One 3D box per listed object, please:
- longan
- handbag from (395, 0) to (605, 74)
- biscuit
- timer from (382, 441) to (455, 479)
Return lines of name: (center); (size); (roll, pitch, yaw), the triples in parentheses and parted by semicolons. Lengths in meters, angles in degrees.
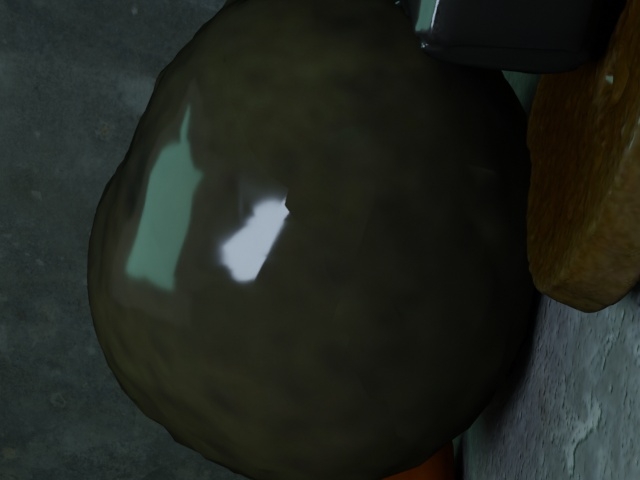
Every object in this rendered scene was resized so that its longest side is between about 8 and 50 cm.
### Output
longan: (0.000, 0.009, 0.765); (0.436, 0.403, 0.404); (-36, 40, 54)
handbag: (0.092, -0.244, 0.452); (0.257, 0.113, 0.286); (-99, 18, -69)
biscuit: (0.158, -0.108, 0.440); (0.257, 0.049, 0.273); (-77, -1, -52)
timer: (0.062, 0.348, 0.940); (0.257, 0.161, 0.250); (-82, -10, -52)
